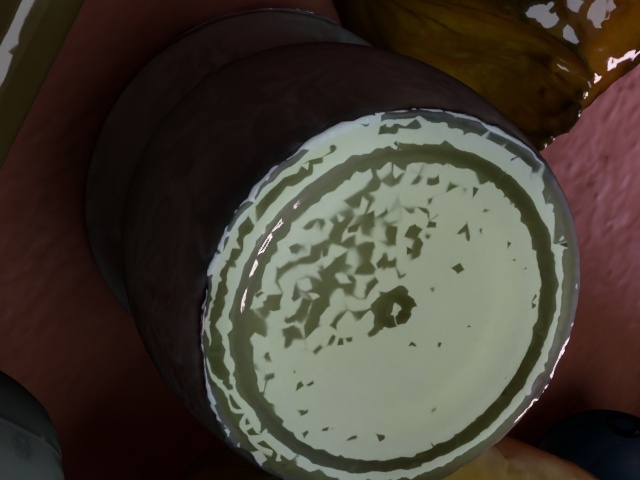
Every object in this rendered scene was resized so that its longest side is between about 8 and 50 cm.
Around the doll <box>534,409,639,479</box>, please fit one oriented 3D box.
[{"bbox_3d":[0.135,0.147,0.846,0.114,0.085,0.152,2,123,-54],"label":"doll"}]

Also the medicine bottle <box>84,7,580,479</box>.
[{"bbox_3d":[0.000,0.000,0.588,0.147,0.143,0.147,-7,111,-19],"label":"medicine bottle"}]

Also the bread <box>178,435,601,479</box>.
[{"bbox_3d":[0.043,0.212,0.648,0.316,0.270,0.211,26,139,-22],"label":"bread"}]

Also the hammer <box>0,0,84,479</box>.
[{"bbox_3d":[-0.127,-0.019,0.529,0.202,0.113,0.305,33,84,-49],"label":"hammer"}]

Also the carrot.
[{"bbox_3d":[0.150,-0.156,0.658,0.302,0.114,0.114,-42,134,-11],"label":"carrot"}]
